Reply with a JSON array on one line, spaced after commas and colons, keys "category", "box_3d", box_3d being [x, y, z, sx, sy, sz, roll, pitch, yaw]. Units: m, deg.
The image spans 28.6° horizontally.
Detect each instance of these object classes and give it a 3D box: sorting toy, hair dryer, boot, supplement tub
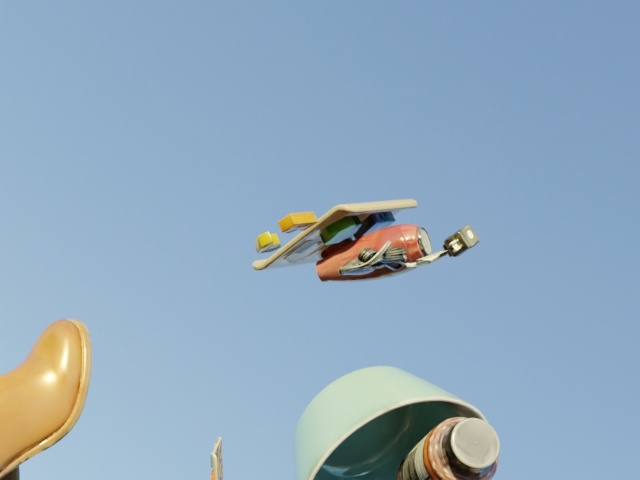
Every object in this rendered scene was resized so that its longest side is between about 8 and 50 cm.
[{"category": "sorting toy", "box_3d": [0.000, 0.000, 2.048, 0.229, 0.307, 0.041, -33, -105, 34]}, {"category": "hair dryer", "box_3d": [0.082, 0.016, 1.940, 0.293, 0.223, 0.080, -25, -105, 60]}, {"category": "boot", "box_3d": [-0.397, 0.181, 1.412, 0.220, 0.284, 0.109, 36, -17, -36]}, {"category": "supplement tub", "box_3d": [0.183, 0.310, 1.742, 0.106, 0.106, 0.198, 40, -29, 6]}, {"category": "sorting toy", "box_3d": [-0.135, 0.304, 1.624, 0.012, 0.062, 0.083, 0, -76, 2]}]

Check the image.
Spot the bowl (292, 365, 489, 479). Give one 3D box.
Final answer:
[{"category": "bowl", "box_3d": [0.083, 0.309, 1.860, 0.163, 0.311, 0.312, 52, -19, 50]}]

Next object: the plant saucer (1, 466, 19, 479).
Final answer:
[{"category": "plant saucer", "box_3d": [-0.500, 0.290, 1.509, 0.278, 0.278, 0.041, 44, -9, 1]}]
